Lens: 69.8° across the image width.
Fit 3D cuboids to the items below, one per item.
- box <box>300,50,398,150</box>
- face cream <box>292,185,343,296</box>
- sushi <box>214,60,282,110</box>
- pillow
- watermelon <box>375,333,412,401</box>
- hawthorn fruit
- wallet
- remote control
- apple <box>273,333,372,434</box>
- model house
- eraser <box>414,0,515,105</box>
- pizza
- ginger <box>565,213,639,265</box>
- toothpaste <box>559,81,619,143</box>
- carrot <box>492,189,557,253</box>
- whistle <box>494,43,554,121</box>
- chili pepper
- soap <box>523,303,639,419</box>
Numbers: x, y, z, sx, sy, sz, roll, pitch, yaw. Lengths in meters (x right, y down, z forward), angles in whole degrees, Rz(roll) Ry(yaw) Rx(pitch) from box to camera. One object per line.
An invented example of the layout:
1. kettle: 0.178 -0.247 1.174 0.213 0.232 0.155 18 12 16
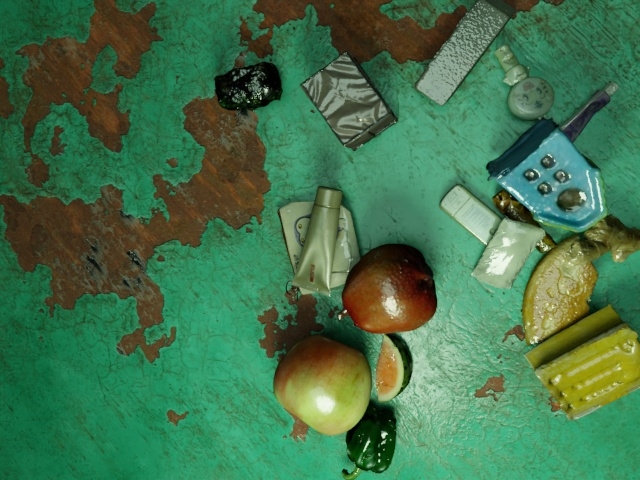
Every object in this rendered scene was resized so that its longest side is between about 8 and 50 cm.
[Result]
1. box: 0.090 -0.431 1.427 0.188 0.153 0.252 -33 88 16
2. face cream: 0.000 0.000 1.468 0.137 0.084 0.341 15 101 19
3. sushi: -0.238 -0.501 1.517 0.225 0.124 0.127 -8 93 15
4. pillow: 0.558 0.043 1.373 0.128 0.051 0.229 22 121 4
5. watermelon: 0.241 0.429 1.523 0.119 0.063 0.245 10 103 32
6. hawthorn fruit: 0.212 0.151 1.394 0.295 0.295 0.311 48 138 6
7. wallet: -0.009 0.021 1.538 0.275 0.068 0.335 -12 91 17
8. remote control: 0.481 -0.072 1.419 0.233 0.038 0.098 41 104 6
9. apple: 0.014 0.446 1.458 0.319 0.319 0.277 31 73 10
10. model house: 0.642 -0.165 1.253 0.303 0.237 0.215 41 118 -1
11. eraser: 0.428 -0.571 1.366 0.111 0.077 0.352 38 103 5
12. pizza: 0.710 0.157 1.364 0.182 0.074 0.365 16 96 15
13. ginger: 0.837 -0.007 1.287 0.334 0.081 0.148 -1 76 -7
14. toothpaste: 0.730 -0.325 1.327 0.075 0.048 0.301 33 111 -19
15. carrot: 0.608 -0.056 1.373 0.069 0.069 0.228 -43 86 14
16. whistle: 0.589 -0.455 1.343 0.126 0.067 0.258 -28 84 5
17. chili pepper: 0.158 0.686 1.514 0.165 0.174 0.261 14 98 -13
18. soap: 0.775 0.359 1.314 0.281 0.143 0.259 -35 112 13
